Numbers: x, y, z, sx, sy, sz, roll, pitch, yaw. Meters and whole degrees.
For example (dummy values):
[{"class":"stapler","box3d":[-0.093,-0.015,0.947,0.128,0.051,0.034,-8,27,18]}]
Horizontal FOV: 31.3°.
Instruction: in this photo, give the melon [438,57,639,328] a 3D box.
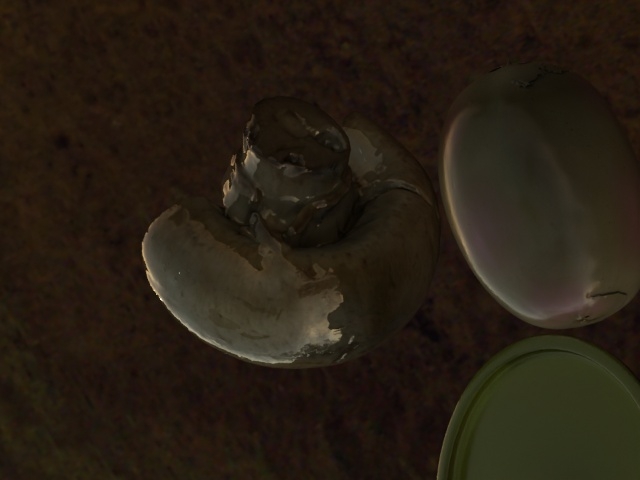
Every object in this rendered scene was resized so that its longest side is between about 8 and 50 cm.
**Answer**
[{"class":"melon","box3d":[0.250,-0.056,1.290,0.223,0.223,0.317,129,132,-58]}]

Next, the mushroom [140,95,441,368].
[{"class":"mushroom","box3d":[0.000,0.000,0.935,0.189,0.253,0.195,40,145,23]}]

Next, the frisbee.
[{"class":"frisbee","box3d":[0.151,0.178,0.742,0.236,0.017,0.236,-20,66,56]}]
